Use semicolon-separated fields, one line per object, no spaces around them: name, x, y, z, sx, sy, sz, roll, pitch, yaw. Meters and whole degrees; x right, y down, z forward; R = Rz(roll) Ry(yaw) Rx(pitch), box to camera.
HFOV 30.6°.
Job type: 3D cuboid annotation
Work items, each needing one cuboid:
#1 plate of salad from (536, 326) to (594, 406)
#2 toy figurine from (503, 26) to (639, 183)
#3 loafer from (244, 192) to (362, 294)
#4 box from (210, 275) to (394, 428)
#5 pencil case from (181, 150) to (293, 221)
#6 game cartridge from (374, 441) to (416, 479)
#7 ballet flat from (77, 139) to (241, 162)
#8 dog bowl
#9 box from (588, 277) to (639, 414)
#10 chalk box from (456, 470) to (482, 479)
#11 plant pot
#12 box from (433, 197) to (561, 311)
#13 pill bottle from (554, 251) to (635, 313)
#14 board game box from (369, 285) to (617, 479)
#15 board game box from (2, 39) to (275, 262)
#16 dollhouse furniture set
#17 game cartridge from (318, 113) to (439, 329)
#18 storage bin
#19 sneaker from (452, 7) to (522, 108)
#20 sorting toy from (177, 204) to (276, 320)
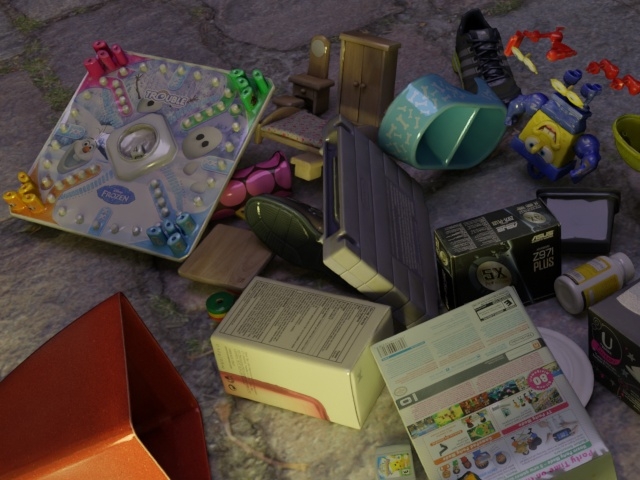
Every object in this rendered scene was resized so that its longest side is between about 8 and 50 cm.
plate of salad;0.291;0.204;1.681;0.200;0.048;0.200;-7;43;7
toy figurine;0.444;-0.180;2.018;0.362;0.217;0.191;42;40;21
loafer;0.000;0.000;1.939;0.267;0.096;0.084;31;34;12
box;-0.021;0.163;1.737;0.232;0.127;0.148;12;44;25
pencil case;-0.153;-0.096;2.107;0.209;0.095;0.098;-17;54;-5
game cartridge;0.102;0.315;1.615;0.056;0.017;0.083;-12;39;4
ballet flat;-0.318;-0.126;2.177;0.349;0.123;0.123;3;41;15
dog bowl;0.224;-0.199;2.048;0.297;0.166;0.074;-4;40;-50
box;0.510;0.166;1.606;0.163;0.142;0.247;-28;43;-19
chalk box;0.128;0.416;1.324;0.179;0.289;0.180;44;59;7
plant pot;-0.308;0.279;1.577;0.236;0.267;0.267;-22;39;5
box;0.276;0.034;1.813;0.180;0.147;0.077;-16;39;-8
pill bottle;0.426;0.063;1.810;0.116;0.065;0.065;-25;41;-17
board game box;0.226;0.232;1.572;0.224;0.097;0.303;-23;46;0
board game box;-0.329;-0.178;2.111;0.390;0.050;0.390;14;66;24
dollhouse furniture set;-0.019;-0.267;2.133;0.303;0.173;0.355;20;28;33
game cartridge;0.092;-0.026;1.878;0.068;0.230;0.355;-32;33;24
storage bin;0.419;-0.026;1.910;0.135;0.098;0.091;2;69;14
sneaker;0.317;-0.344;2.279;0.111;0.121;0.300;-14;39;-4
sorting toy;-0.144;0.035;1.982;0.132;0.046;0.274;13;45;26
